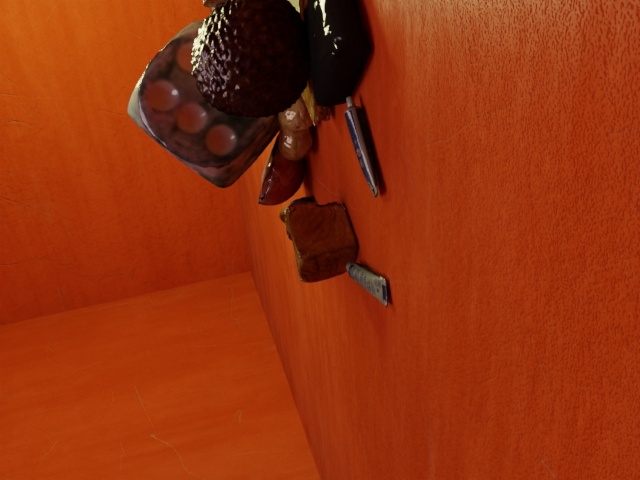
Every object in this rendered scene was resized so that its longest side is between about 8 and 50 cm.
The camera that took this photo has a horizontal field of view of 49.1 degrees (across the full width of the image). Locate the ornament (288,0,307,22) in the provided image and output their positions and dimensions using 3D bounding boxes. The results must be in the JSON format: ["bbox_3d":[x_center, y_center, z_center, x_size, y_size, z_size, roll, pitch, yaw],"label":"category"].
[{"bbox_3d":[-0.050,-0.520,1.559,0.180,0.059,0.201,99,154,-59],"label":"ornament"}]

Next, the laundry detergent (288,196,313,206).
[{"bbox_3d":[-0.050,-0.079,2.022,0.206,0.061,0.096,162,104,-78],"label":"laundry detergent"}]

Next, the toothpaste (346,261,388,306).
[{"bbox_3d":[0.099,0.083,1.499,0.216,0.037,0.061,-145,44,-69],"label":"toothpaste"}]

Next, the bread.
[{"bbox_3d":[0.000,0.000,1.642,0.149,0.143,0.158,94,164,-56],"label":"bread"}]

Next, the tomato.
[{"bbox_3d":[-0.099,-0.199,1.990,0.199,0.112,0.227,117,164,-46],"label":"tomato"}]

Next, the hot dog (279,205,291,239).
[{"bbox_3d":[-0.089,-0.056,2.235,0.147,0.065,0.099,122,125,-72],"label":"hot dog"}]

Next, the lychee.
[{"bbox_3d":[-0.140,-0.381,1.449,0.260,0.261,0.260,168,90,-79],"label":"lychee"}]

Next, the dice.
[{"bbox_3d":[-0.284,-0.356,1.866,0.328,0.330,0.348,39,-177,-2],"label":"dice"}]

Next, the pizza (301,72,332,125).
[{"bbox_3d":[-0.005,-0.324,1.551,0.175,0.046,0.134,-152,53,-76],"label":"pizza"}]

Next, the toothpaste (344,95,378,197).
[{"bbox_3d":[0.080,-0.177,1.315,0.057,0.035,0.197,102,152,-85],"label":"toothpaste"}]

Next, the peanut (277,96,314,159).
[{"bbox_3d":[-0.060,-0.281,1.758,0.103,0.098,0.229,30,153,14],"label":"peanut"}]

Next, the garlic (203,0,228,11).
[{"bbox_3d":[-0.174,-0.615,1.829,0.191,0.214,0.160,36,-122,-57],"label":"garlic"}]

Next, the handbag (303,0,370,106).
[{"bbox_3d":[0.014,-0.389,1.295,0.247,0.080,0.222,125,133,-75],"label":"handbag"}]
